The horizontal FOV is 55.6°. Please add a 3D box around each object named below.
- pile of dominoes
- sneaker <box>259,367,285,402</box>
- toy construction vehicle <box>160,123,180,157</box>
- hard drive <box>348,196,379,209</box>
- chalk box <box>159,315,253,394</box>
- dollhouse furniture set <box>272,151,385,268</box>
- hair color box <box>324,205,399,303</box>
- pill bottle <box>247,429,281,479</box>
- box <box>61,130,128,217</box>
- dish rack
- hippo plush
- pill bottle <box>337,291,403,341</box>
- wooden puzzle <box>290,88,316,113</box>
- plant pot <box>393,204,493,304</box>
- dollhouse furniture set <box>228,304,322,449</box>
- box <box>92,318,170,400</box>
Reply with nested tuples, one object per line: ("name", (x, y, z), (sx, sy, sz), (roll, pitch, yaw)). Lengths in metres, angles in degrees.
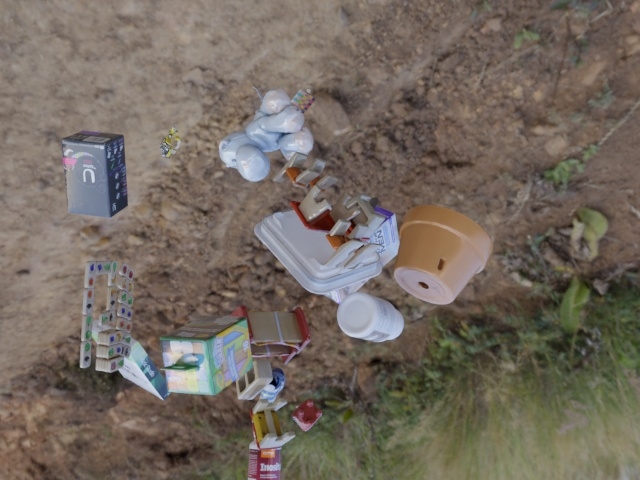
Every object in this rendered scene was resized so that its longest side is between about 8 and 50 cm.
("pile of dominoes", (-0.473, 0.170, 1.399), (0.040, 0.251, 0.196), (4, -179, 14))
("sneaker", (-0.128, 0.391, 1.690), (0.053, 0.059, 0.144), (13, -158, 4))
("toy construction vehicle", (-0.444, -0.290, 1.808), (0.035, 0.086, 0.098), (21, 125, -28))
("hard drive", (0.126, -0.122, 2.102), (0.135, 0.022, 0.094), (-3, -158, 19))
("chalk box", (-0.266, 0.263, 1.367), (0.132, 0.132, 0.213), (-1, -169, 27))
("dollhouse furniture set", (0.027, -0.047, 1.411), (0.135, 0.262, 0.259), (-44, 153, 24))
("hair color box", (0.136, 0.048, 2.164), (0.339, 0.110, 0.185), (-38, 134, -26))
("pill bottle", (-0.146, 0.573, 1.588), (0.086, 0.152, 0.086), (0, 165, 0))
("box", (-0.784, -0.232, 2.122), (0.165, 0.270, 0.143), (7, -157, 8))
("dish rack", (0.000, 0.000, 1.764), (0.285, 0.333, 0.072), (-16, 138, -37))
("hippo plush", (-0.190, -0.314, 1.803), (0.236, 0.294, 0.234), (-38, 160, -19))
("pill bottle", (0.157, 0.234, 1.810), (0.131, 0.131, 0.229), (-30, 153, 21))
("wooden puzzle", (-0.045, -0.368, 1.590), (0.049, 0.006, 0.083), (26, 139, -22))
("plant pot", (0.353, 0.058, 1.866), (0.203, 0.291, 0.291), (-58, -174, -24))
("dollhouse furniture set", (-0.123, 0.360, 1.591), (0.201, 0.374, 0.152), (8, 140, -35))
("box", (-0.686, 0.432, 2.192), (0.058, 0.232, 0.322), (-52, 145, -30))
